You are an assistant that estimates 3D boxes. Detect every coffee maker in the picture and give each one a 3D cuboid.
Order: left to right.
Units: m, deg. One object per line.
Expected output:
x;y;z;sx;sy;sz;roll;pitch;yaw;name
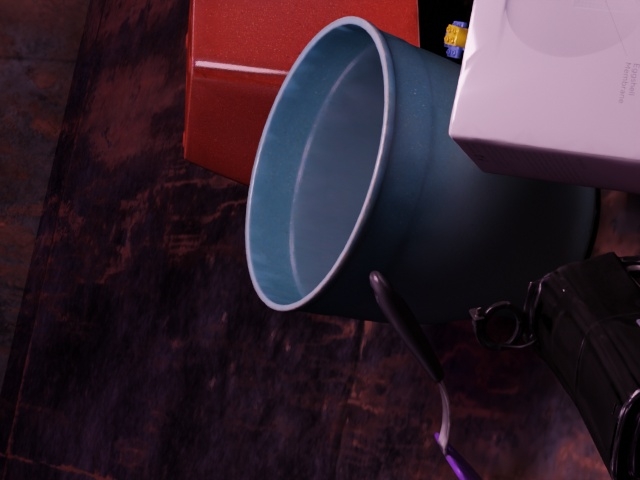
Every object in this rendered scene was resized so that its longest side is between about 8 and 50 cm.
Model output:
0.232;0.106;1.343;0.171;0.120;0.178;-25;36;1;coffee maker

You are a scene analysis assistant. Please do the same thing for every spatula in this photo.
0.103;0.139;1.518;0.296;0.030;0.084;65;177;-31;spatula

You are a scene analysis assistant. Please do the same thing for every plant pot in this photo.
-0.030;-0.201;1.893;0.267;0.235;0.267;104;167;-58;plant pot
0.103;-0.042;1.590;0.271;0.255;0.272;-42;41;51;plant pot

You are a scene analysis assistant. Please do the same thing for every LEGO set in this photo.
0.161;-0.225;1.743;0.227;0.093;0.087;22;102;59;LEGO set

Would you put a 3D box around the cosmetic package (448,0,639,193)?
0.243;-0.159;1.368;0.138;0.224;0.224;31;-110;-69;cosmetic package
